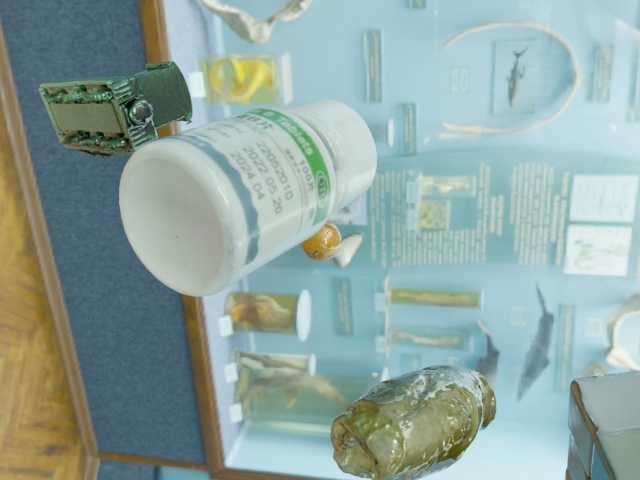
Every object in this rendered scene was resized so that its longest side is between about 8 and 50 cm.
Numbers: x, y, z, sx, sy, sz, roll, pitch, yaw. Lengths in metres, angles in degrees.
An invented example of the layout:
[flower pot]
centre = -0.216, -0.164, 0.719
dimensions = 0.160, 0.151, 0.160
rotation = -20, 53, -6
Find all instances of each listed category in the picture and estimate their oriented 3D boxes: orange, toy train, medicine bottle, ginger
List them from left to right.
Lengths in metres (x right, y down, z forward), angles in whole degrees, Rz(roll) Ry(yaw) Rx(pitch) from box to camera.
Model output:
[toy train]
centre = -0.382, -0.248, 1.259
dimensions = 0.178, 0.330, 0.138
rotation = -33, 120, -35
[medicine bottle]
centre = -0.054, -0.053, 0.630
dimensions = 0.237, 0.139, 0.139
rotation = -31, 125, -47
[orange]
centre = -0.001, 0.000, 1.315
dimensions = 0.083, 0.084, 0.083
rotation = 2, 90, -77
[ginger]
centre = 0.114, 0.192, 0.730
dimensions = 0.263, 0.109, 0.116
rotation = 3, 123, -58

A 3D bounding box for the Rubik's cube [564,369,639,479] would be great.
[Rubik's cube]
centre = 0.576, 0.413, 0.986
dimensions = 0.346, 0.347, 0.344
rotation = -89, 169, -55
